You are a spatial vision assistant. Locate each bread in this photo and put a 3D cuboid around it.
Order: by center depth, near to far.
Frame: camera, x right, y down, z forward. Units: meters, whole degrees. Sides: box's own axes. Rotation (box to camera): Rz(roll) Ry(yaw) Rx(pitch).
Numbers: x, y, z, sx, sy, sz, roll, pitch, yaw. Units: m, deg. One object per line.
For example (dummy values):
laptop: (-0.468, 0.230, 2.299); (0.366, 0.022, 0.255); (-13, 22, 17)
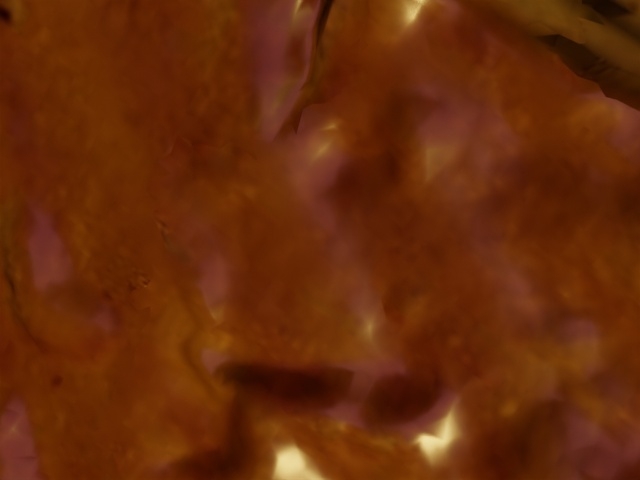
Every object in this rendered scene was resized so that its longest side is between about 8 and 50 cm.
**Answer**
bread: (0.000, 0.000, 0.554); (0.324, 0.167, 0.277); (31, 115, 14)
